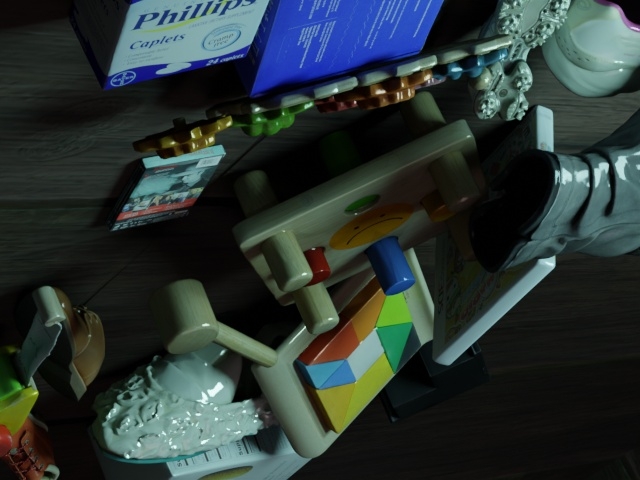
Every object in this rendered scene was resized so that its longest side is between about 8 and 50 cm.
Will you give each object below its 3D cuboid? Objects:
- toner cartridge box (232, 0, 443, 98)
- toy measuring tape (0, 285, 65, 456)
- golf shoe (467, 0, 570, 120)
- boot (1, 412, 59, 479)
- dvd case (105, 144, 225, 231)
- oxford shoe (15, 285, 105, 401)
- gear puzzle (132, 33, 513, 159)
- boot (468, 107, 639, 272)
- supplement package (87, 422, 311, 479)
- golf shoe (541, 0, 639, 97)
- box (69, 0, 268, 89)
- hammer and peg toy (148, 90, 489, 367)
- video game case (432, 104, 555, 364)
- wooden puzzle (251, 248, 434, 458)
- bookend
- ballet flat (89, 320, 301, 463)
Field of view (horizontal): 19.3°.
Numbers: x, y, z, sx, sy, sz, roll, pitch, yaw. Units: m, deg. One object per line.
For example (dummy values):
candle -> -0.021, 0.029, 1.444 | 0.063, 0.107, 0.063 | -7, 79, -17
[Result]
toner cartridge box -> 0.032, -0.243, 1.435 | 0.165, 0.075, 0.348 | -18, 159, -20
toy measuring tape -> -0.351, 0.149, 1.918 | 0.121, 0.121, 0.330 | -13, 156, -29
golf shoe -> 0.173, -0.200, 1.727 | 0.069, 0.086, 0.176 | 11, 119, -24
boot -> -0.349, 0.238, 2.180 | 0.059, 0.085, 0.158 | -26, 158, 10
dvd case -> -0.149, -0.049, 1.797 | 0.087, 0.013, 0.119 | -12, 158, -30
oxford shoe -> -0.265, 0.091, 1.962 | 0.076, 0.076, 0.212 | -50, 164, -21
gear puzzle -> -0.001, -0.117, 1.635 | 0.338, 0.044, 0.175 | -17, -172, -24
boot -> 0.292, -0.078, 1.763 | 0.222, 0.118, 0.338 | -7, 143, -32
supplement package -> -0.143, 0.248, 2.359 | 0.244, 0.134, 0.139 | -6, 153, -40
golf shoe -> 0.364, -0.229, 1.799 | 0.306, 0.115, 0.140 | -19, 156, -17
box -> -0.110, -0.188, 1.414 | 0.126, 0.072, 0.137 | -16, 158, -23
hammer and peg toy -> 0.000, 0.000, 1.925 | 0.361, 0.127, 0.266 | -26, 162, 2
video game case -> 0.185, -0.004, 2.033 | 0.026, 0.206, 0.227 | 18, 142, -19
wooden puzzle -> 0.041, 0.132, 2.221 | 0.238, 0.044, 0.221 | -42, 144, -15
bookend -> 0.145, 0.174, 2.592 | 0.157, 0.072, 0.156 | -25, 159, 2
ballet flat -> -0.102, 0.160, 2.249 | 0.409, 0.147, 0.147 | -8, 154, -45
